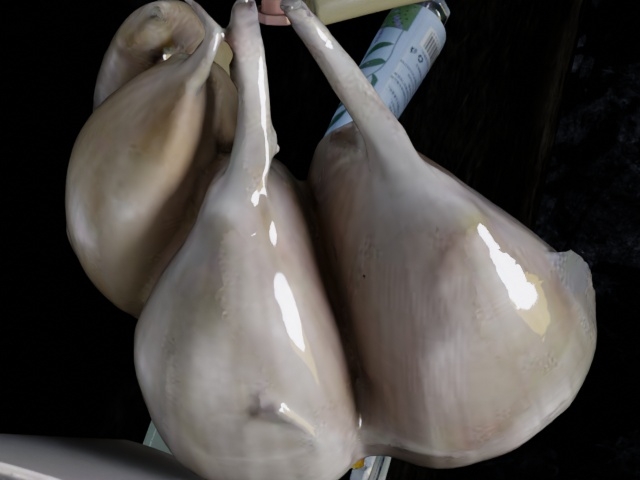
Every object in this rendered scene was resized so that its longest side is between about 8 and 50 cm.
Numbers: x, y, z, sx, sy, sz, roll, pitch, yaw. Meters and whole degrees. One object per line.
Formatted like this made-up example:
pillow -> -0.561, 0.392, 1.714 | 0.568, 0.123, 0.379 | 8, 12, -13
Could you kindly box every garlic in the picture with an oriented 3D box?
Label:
garlic -> 0.000, 0.000, 0.518 | 0.292, 0.210, 0.238 | 94, -22, -83

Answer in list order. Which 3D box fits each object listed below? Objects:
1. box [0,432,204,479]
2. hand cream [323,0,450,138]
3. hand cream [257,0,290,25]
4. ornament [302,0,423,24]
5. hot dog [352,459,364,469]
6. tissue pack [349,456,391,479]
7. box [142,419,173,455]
box -> -0.057, 0.213, 0.461 | 0.283, 0.259, 0.214 | 40, 64, -71
hand cream -> 0.044, -0.108, 0.903 | 0.088, 0.055, 0.256 | 93, 20, -56
hand cream -> -0.026, -0.222, 0.608 | 0.067, 0.043, 0.210 | -54, 147, -57
ornament -> 0.093, -0.267, 0.689 | 0.061, 0.244, 0.230 | -119, -164, -55
hot dog -> 0.046, 0.076, 1.033 | 0.083, 0.068, 0.289 | -26, 127, -78
tissue pack -> 0.063, 0.246, 1.288 | 0.123, 0.026, 0.193 | 76, 32, -59
box -> -0.048, 0.126, 0.724 | 0.129, 0.086, 0.225 | 63, 44, -67
